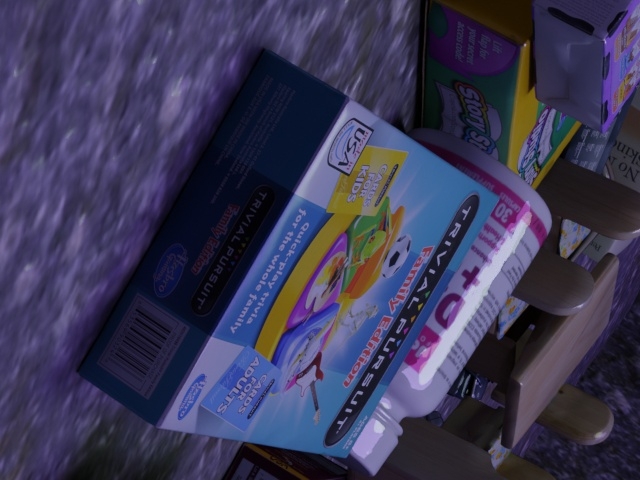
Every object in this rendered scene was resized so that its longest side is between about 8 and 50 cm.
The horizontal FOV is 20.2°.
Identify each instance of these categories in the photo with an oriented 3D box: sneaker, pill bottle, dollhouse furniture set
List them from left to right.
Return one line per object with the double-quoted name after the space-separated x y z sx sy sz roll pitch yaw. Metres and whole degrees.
0.068 0.056 1.591 0.283 0.160 0.160 -56 165 -11 "pill bottle"
0.207 0.124 2.341 0.163 0.086 0.226 -58 167 -15 "sneaker"
0.241 0.186 1.898 0.394 0.256 0.362 -46 152 -35 "dollhouse furniture set"

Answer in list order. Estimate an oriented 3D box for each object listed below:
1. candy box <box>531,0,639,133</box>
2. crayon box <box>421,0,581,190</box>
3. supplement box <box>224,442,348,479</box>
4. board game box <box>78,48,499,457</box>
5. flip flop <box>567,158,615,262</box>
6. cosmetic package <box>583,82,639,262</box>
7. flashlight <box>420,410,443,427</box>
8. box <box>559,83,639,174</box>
0.251 -0.210 1.450 0.196 0.070 0.165 -55 161 -15 "candy box"
0.214 -0.217 1.643 0.313 0.106 0.363 -52 163 -19 "crayon box"
-0.042 0.263 1.798 0.104 0.081 0.188 -60 165 2 "supplement box"
-0.007 0.027 1.333 0.254 0.079 0.336 -60 155 3 "board game box"
0.261 -0.009 2.169 0.080 0.112 0.277 -11 139 -54 "flip flop"
0.375 -0.140 2.248 0.129 0.153 0.296 -31 147 -59 "cosmetic package"
0.082 0.226 2.129 0.103 0.103 0.304 -62 170 -6 "flashlight"
0.293 -0.170 1.953 0.220 0.051 0.175 102 -5 -55 "box"
